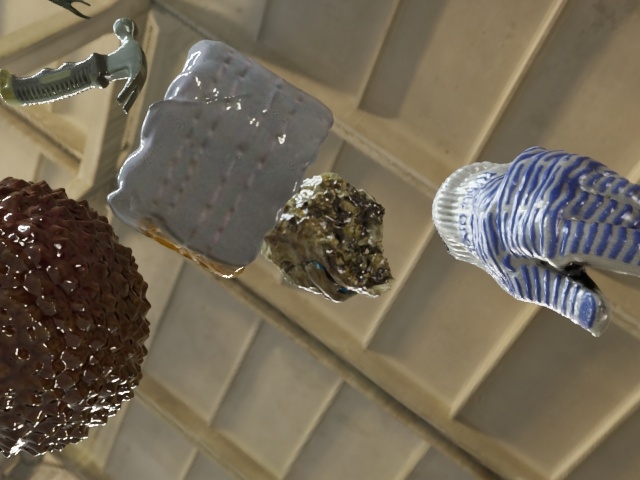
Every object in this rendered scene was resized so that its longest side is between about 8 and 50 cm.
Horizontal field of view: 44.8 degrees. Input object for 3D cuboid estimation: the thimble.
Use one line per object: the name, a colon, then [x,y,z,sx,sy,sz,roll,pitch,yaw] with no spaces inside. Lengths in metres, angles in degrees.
thimble: [-0.074,-0.059,0.573,0.118,0.151,0.127,31,5,-11]

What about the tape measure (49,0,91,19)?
tape measure: [-0.209,-0.242,0.375,0.164,0.084,0.330,-4,-50,38]

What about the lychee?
lychee: [-0.335,0.087,0.871,0.306,0.306,0.330,5,-25,39]

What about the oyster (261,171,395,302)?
oyster: [0.000,0.000,1.265,0.223,0.083,0.214,-12,-93,13]

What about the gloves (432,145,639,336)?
gloves: [0.163,-0.005,0.542,0.097,0.119,0.229,26,-4,-37]

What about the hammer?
hammer: [-0.381,-0.253,1.200,0.041,0.227,0.158,78,-1,-63]
